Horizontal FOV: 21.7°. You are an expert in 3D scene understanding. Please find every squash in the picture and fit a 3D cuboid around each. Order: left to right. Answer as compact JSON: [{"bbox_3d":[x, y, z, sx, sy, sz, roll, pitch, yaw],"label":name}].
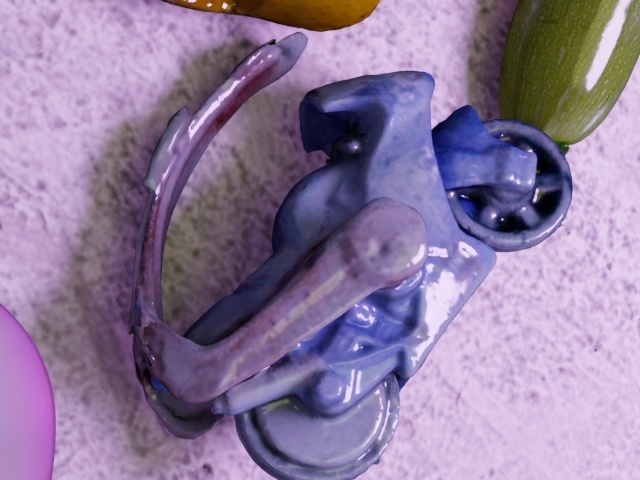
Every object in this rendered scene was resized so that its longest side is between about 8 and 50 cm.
[{"bbox_3d":[0.222,-0.228,1.277,0.107,0.107,0.395,20,86,-27],"label":"squash"}]

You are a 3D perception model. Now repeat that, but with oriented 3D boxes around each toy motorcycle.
[{"bbox_3d":[0.007,-0.005,1.113,0.241,0.182,0.319,47,69,-20],"label":"toy motorcycle"}]

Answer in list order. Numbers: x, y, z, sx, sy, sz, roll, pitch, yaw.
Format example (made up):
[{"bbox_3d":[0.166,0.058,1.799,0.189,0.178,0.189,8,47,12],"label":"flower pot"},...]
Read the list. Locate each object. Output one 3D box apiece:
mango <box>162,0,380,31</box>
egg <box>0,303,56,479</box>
[{"bbox_3d":[-0.059,-0.231,1.120,0.262,0.130,0.167,18,80,-32],"label":"mango"},{"bbox_3d":[-0.258,0.148,0.955,0.196,0.196,0.271,28,86,-25],"label":"egg"}]
